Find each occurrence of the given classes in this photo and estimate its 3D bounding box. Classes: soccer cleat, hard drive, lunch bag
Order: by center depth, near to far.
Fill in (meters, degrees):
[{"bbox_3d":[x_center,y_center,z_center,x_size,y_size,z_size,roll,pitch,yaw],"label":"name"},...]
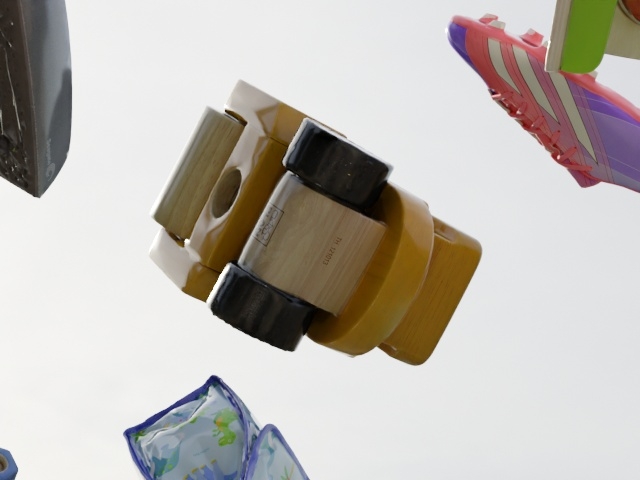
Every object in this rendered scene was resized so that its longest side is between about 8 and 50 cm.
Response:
[{"bbox_3d":[-0.047,0.175,0.997,0.096,0.151,0.129,-32,-64,-5],"label":"lunch bag"},{"bbox_3d":[-0.248,-0.170,1.133,0.172,0.054,0.255,28,-45,32],"label":"hard drive"},{"bbox_3d":[0.201,-0.098,1.287,0.248,0.095,0.083,28,13,-10],"label":"soccer cleat"}]

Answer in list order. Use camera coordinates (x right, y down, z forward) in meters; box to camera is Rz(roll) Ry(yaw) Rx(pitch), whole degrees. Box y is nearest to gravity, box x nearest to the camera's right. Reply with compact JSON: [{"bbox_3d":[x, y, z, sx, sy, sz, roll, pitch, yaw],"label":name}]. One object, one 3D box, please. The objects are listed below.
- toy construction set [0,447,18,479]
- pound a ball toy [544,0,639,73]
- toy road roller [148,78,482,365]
[{"bbox_3d":[-0.243,0.322,1.106,0.237,0.309,0.257,35,7,5],"label":"toy construction set"},{"bbox_3d":[0.285,-0.221,1.136,0.208,0.319,0.136,11,23,12],"label":"pound a ball toy"},{"bbox_3d":[0.000,0.000,1.537,0.240,0.202,0.329,26,5,-30],"label":"toy road roller"}]
